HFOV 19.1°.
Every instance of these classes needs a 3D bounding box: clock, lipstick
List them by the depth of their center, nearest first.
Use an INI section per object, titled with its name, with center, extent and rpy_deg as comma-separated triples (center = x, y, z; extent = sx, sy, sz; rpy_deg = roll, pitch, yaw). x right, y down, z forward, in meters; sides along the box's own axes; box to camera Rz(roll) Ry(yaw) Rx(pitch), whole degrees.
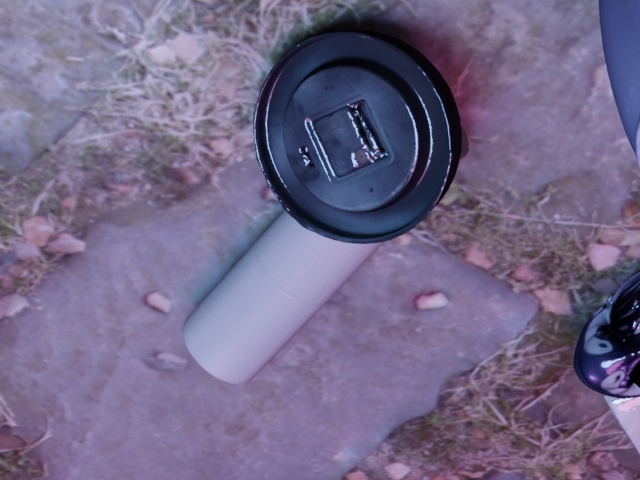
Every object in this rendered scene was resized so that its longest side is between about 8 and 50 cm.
[clock]
center = 0.033, -0.089, 1.615
extent = 0.184, 0.040, 0.184
rpy_deg = 7, 107, 24
[lipstick]
center = 0.000, 0.000, 1.732
extent = 0.087, 0.087, 0.327
rpy_deg = 25, 124, -29

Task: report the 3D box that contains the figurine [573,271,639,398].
[figurine]
center = 0.350, 0.080, 1.857
extent = 0.222, 0.145, 0.145
rpy_deg = -23, 133, 3

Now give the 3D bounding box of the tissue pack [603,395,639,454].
[tissue pack]
center = 0.462, 0.133, 1.948
extent = 0.325, 0.071, 0.170
rpy_deg = -27, 130, 14

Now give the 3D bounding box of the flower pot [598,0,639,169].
[flower pot]
center = 0.339, -0.159, 1.522
extent = 0.265, 0.243, 0.265
rpy_deg = -7, 124, -10
